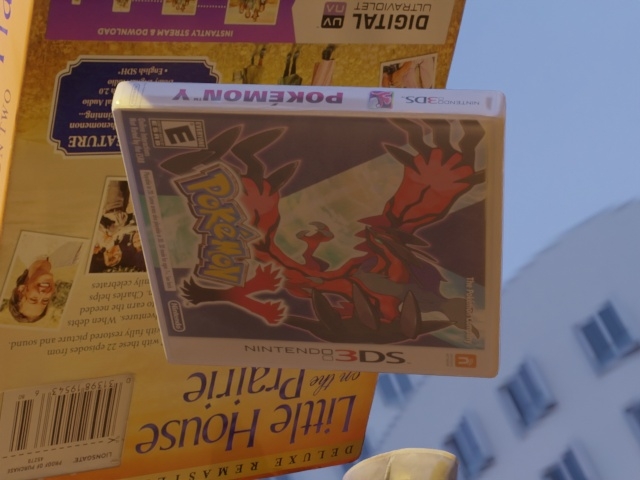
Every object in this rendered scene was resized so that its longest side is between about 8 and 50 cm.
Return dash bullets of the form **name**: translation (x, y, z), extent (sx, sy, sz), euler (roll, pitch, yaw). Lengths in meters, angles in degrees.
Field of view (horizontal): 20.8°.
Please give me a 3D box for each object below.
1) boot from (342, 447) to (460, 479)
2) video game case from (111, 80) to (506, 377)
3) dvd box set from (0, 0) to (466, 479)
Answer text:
- **boot**: translation (0.067, 0.232, 1.219), extent (0.190, 0.208, 0.076), euler (-9, -62, 30)
- **video game case**: translation (0.000, 0.000, 0.876), extent (0.183, 0.023, 0.201), euler (2, -41, 7)
- **dvd box set**: translation (-0.067, -0.039, 1.057), extent (0.308, 0.062, 0.420), euler (-5, -63, -36)
